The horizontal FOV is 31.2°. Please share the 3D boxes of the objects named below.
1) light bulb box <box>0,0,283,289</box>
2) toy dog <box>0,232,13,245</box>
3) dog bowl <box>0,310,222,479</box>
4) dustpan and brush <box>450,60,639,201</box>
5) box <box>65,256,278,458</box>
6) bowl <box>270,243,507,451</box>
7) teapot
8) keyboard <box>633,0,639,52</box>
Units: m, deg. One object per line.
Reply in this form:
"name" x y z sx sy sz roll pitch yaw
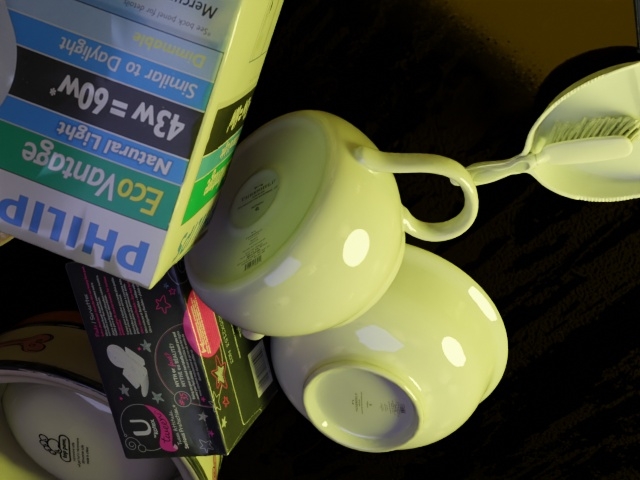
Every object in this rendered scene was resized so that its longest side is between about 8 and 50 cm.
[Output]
"light bulb box" -0.230 -0.200 1.002 0.358 0.225 0.361 20 105 3
"toy dog" -0.295 -0.133 1.243 0.334 0.161 0.220 -13 121 10
"dog bowl" -0.316 0.266 1.554 0.408 0.150 0.408 10 132 11
"dustpan and brush" 0.232 -0.088 1.128 0.211 0.060 0.147 -7 126 24
"box" -0.166 0.103 1.320 0.142 0.163 0.247 -6 109 23
"bowl" 0.062 0.152 1.340 0.298 0.134 0.298 10 131 12
"teapot" 0.000 0.000 1.183 0.187 0.252 0.256 35 173 -33
"keyboard" 0.372 -0.200 1.015 0.180 0.023 0.108 -2 121 21
